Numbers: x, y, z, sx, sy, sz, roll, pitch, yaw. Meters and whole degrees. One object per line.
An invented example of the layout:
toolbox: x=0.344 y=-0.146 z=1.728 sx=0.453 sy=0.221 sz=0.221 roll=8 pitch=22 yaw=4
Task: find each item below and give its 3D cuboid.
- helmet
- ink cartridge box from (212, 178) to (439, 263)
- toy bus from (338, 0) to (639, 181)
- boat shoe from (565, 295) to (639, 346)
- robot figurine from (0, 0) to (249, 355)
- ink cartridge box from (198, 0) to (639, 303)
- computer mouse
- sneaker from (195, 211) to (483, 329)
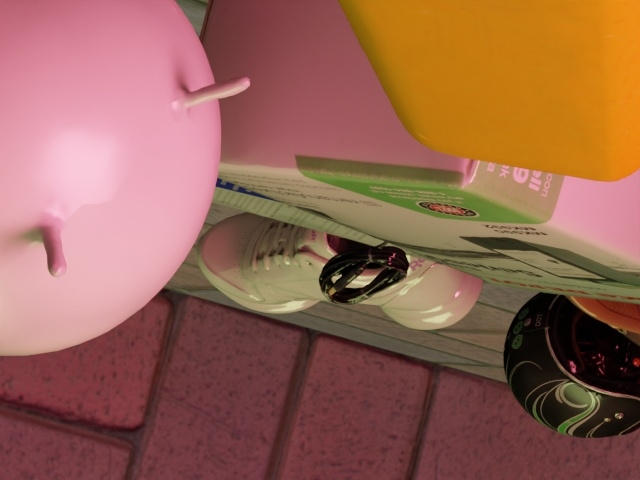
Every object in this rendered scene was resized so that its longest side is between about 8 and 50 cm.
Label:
helmet: x=0.266 y=0.120 z=1.864 sx=0.169 sy=0.169 sz=0.161 roll=14 pitch=157 yaw=-4
ink cartridge box: x=-0.057 y=-0.061 z=1.468 sx=0.371 sy=0.069 sz=0.176 roll=17 pitch=172 yaw=-6
toy bus: x=0.062 y=-0.117 z=0.560 sx=0.108 sy=0.130 sz=0.332 roll=12 pitch=173 yaw=11
boat shoe: x=0.314 y=0.056 z=1.500 sx=0.342 sy=0.123 sz=0.123 roll=20 pitch=179 yaw=-21
robot figurine: x=-0.187 y=-0.058 z=0.911 sx=0.353 sy=0.300 sz=0.200 roll=15 pitch=156 yaw=46
ink cartridge box: x=0.101 y=-0.053 z=1.009 sx=0.211 sy=0.121 sz=0.289 roll=7 pitch=171 yaw=45
computer mouse: x=0.057 y=-0.007 z=1.370 sx=0.071 sy=0.041 sz=0.242 roll=19 pitch=144 yaw=-13
sneaker: x=0.000 y=0.000 z=1.763 sx=0.305 sy=0.114 sz=0.152 roll=4 pitch=155 yaw=33
